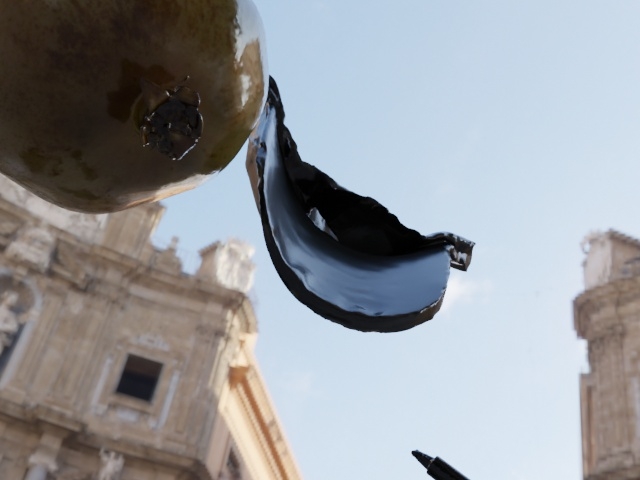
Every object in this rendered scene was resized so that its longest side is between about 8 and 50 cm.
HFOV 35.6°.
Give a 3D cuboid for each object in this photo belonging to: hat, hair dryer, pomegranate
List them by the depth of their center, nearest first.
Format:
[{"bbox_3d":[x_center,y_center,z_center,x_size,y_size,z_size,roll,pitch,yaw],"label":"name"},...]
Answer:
[{"bbox_3d":[-0.196,-0.163,0.921,0.319,0.319,0.319,6,-44,6],"label":"pomegranate"},{"bbox_3d":[0.000,0.000,1.193,0.366,0.382,0.257,39,-49,-6],"label":"hat"},{"bbox_3d":[0.237,0.380,1.431,0.255,0.070,0.128,33,-22,29],"label":"hair dryer"}]
